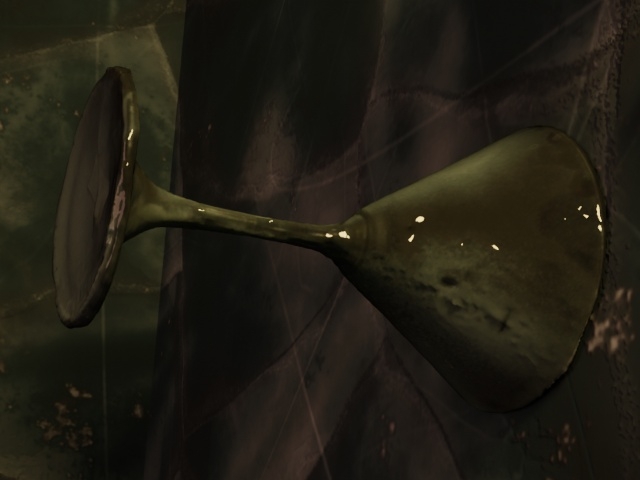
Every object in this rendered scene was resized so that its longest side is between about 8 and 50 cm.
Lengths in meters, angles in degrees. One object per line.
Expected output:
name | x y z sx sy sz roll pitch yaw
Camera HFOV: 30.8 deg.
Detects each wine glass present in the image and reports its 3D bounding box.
wine glass | 0.000 0.000 0.967 0.267 0.405 0.267 -31 55 59
